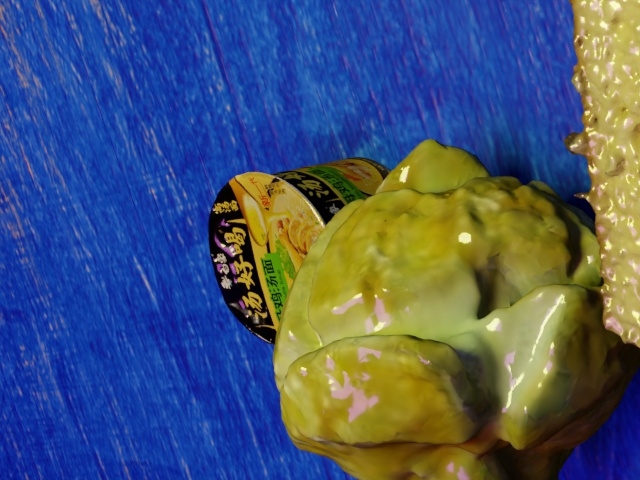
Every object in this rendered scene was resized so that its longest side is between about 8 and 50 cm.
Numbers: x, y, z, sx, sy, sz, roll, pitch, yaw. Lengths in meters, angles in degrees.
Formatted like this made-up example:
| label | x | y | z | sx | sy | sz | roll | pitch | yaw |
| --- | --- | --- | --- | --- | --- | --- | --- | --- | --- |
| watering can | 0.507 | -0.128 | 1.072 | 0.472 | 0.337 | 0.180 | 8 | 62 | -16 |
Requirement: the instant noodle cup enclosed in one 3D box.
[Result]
| label | x | y | z | sx | sy | sz | roll | pitch | yaw |
| --- | --- | --- | --- | --- | --- | --- | --- | --- | --- |
| instant noodle cup | 0.000 | 0.000 | 1.180 | 0.151 | 0.122 | 0.151 | 22 | 125 | 37 |

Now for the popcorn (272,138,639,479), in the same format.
| label | x | y | z | sx | sy | sz | roll | pitch | yaw |
| --- | --- | --- | --- | --- | --- | --- | --- | --- | --- |
| popcorn | 0.106 | 0.084 | 1.031 | 0.276 | 0.225 | 0.276 | 6 | 133 | 6 |

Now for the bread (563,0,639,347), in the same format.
| label | x | y | z | sx | sy | sz | roll | pitch | yaw |
| --- | --- | --- | --- | --- | --- | --- | --- | --- | --- |
| bread | 0.264 | -0.083 | 0.825 | 0.194 | 0.179 | 0.340 | 10 | 117 | 45 |
